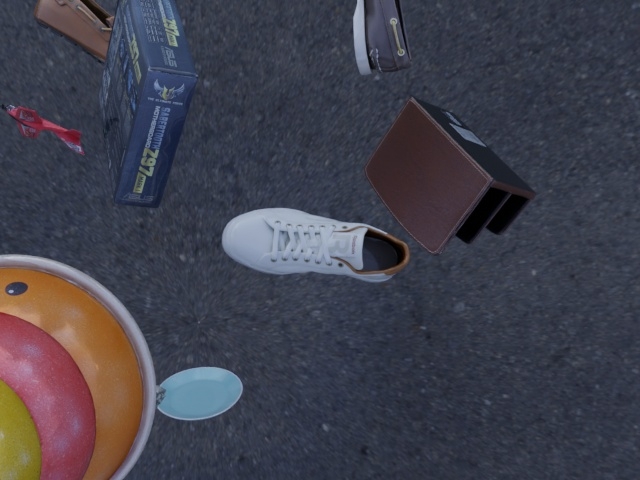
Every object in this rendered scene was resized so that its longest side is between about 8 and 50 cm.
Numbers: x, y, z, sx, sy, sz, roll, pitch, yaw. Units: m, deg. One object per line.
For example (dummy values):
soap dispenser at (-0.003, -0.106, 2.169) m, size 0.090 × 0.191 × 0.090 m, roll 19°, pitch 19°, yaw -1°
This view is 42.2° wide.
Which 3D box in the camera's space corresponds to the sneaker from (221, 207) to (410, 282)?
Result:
sneaker at (0.000, 0.000, 1.264) m, size 0.290 × 0.123 × 0.105 m, roll 7°, pitch 78°, yaw -16°

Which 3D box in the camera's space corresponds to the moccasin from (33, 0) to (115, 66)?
moccasin at (-0.440, -0.455, 1.824) m, size 0.380 × 0.139 × 0.147 m, roll 33°, pitch 104°, yaw 9°

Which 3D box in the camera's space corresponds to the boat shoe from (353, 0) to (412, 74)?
boat shoe at (0.110, -0.457, 1.459) m, size 0.097 × 0.116 × 0.324 m, roll -2°, pitch 89°, yaw 13°

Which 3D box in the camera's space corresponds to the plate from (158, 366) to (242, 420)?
plate at (-0.260, 0.333, 1.779) m, size 0.188 × 0.188 × 0.024 m, roll -7°, pitch 116°, yaw -9°

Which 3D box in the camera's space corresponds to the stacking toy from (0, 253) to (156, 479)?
stacking toy at (-0.379, 0.213, 0.860) m, size 0.351 × 0.480 × 0.350 m, roll 0°, pitch 97°, yaw -2°

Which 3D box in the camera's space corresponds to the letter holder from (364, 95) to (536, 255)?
letter holder at (0.256, -0.119, 1.740) m, size 0.152 × 0.301 × 0.214 m, roll 11°, pitch 122°, yaw -42°

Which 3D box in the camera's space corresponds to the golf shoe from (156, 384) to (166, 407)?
golf shoe at (-0.314, 0.267, 1.385) m, size 0.086 × 0.176 × 0.069 m, roll 39°, pitch 58°, yaw -3°

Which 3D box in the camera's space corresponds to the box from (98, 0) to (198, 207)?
box at (-0.209, -0.181, 0.973) m, size 0.059 × 0.183 × 0.232 m, roll 4°, pitch 40°, yaw -25°

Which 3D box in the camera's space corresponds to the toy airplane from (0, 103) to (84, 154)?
toy airplane at (-0.445, -0.185, 1.337) m, size 0.151 × 0.151 × 0.028 m, roll 25°, pitch 73°, yaw -5°
